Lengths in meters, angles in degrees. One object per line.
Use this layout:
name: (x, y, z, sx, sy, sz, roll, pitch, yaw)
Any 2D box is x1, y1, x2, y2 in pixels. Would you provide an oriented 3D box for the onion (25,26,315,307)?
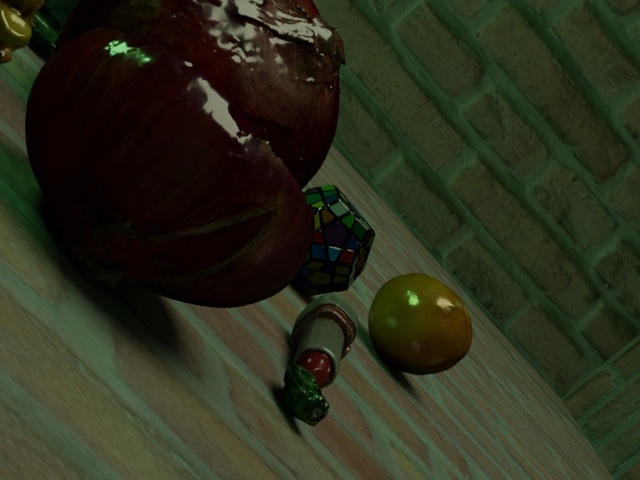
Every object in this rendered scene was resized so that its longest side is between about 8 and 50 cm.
onion: (-0.116, -0.044, 1.144, 0.248, 0.161, 0.248, 57, -1, 2)

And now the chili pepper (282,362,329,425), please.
chili pepper: (-0.016, 0.133, 1.353, 0.055, 0.035, 0.118, 62, -2, 4)

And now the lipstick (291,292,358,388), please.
lipstick: (0.000, 0.108, 1.498, 0.057, 0.063, 0.186, 47, 13, -8)

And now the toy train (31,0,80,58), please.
toy train: (-0.284, -0.292, 1.572, 0.243, 0.132, 0.188, 48, 2, -31)

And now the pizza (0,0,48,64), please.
pizza: (-0.286, -0.304, 1.242, 0.268, 0.087, 0.257, 44, 48, -25)

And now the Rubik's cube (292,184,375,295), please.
Rubik's cube: (0.000, 0.000, 1.842, 0.133, 0.112, 0.133, 49, 5, -6)

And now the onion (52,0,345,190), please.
onion: (-0.102, -0.146, 1.415, 0.276, 0.276, 0.276, 49, 7, -8)

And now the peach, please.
peach: (0.124, 0.105, 1.998, 0.138, 0.138, 0.138, 49, 7, -8)
